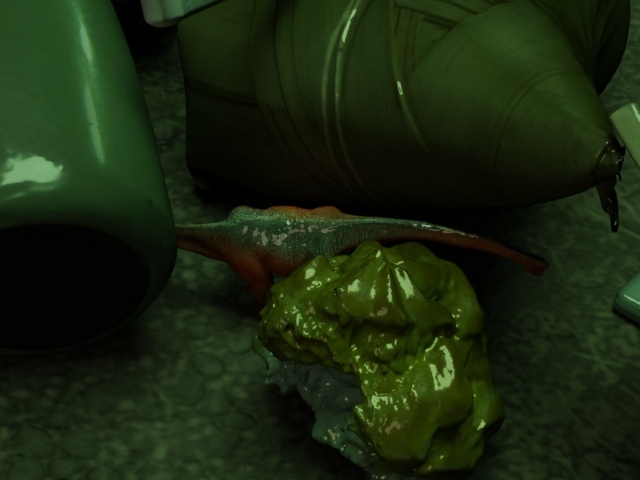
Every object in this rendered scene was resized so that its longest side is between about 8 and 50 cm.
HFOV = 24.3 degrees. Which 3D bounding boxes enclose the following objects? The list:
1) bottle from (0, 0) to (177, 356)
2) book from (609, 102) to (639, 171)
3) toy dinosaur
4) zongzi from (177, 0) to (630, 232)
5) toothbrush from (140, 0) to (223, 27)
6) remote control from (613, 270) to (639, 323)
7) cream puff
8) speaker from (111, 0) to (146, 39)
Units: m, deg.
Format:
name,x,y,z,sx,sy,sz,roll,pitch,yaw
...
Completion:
name,x,y,z,sx,sy,sz,roll,pitch,yaw
bottle,-0.198,-0.109,0.922,0.168,0.168,0.347,-6,56,-16
book,0.268,0.038,0.811,0.295,0.020,0.208,11,49,-55
toy dinosaur,0.000,0.006,0.919,0.280,0.101,0.055,3,71,8
zongzi,0.173,-0.130,1.003,0.447,0.181,0.418,-22,24,-33
toothbrush,-0.004,-0.191,0.947,0.030,0.025,0.342,0,22,33
remote control,0.253,0.056,0.964,0.124,0.018,0.053,29,45,26
cream puff,0.038,0.062,0.831,0.121,0.156,0.156,-35,52,-15
speaker,-0.082,-0.242,1.164,0.259,0.198,0.329,13,46,26
